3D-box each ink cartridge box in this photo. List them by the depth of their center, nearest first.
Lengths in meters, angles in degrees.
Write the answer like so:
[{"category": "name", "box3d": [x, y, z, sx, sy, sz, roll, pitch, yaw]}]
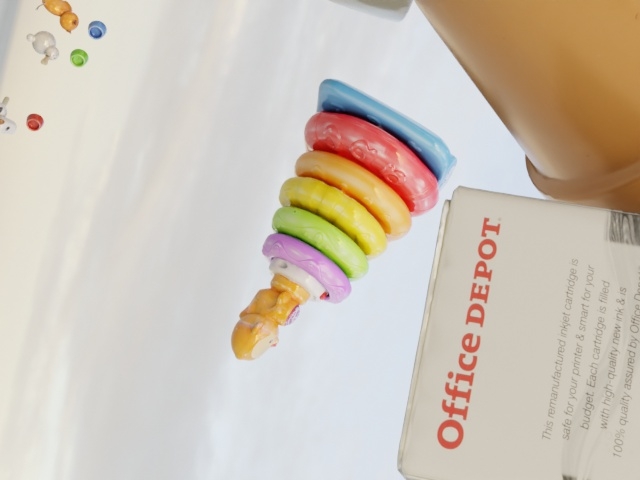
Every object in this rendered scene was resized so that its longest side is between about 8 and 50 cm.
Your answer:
[{"category": "ink cartridge box", "box3d": [0.162, 0.073, 0.597, 0.092, 0.219, 0.160, 70, 32, -70]}]

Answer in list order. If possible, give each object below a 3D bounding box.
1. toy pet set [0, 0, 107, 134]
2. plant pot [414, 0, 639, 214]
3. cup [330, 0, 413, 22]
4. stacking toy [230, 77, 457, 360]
[{"category": "toy pet set", "box3d": [-0.250, -0.139, 0.886, 0.122, 0.114, 0.065, -49, -159, 30]}, {"category": "plant pot", "box3d": [0.193, -0.163, 0.692, 0.291, 0.203, 0.291, -49, -163, 21]}, {"category": "cup", "box3d": [-0.014, -0.392, 1.093, 0.331, 0.236, 0.331, -174, -90, -85]}, {"category": "stacking toy", "box3d": [0.000, 0.000, 1.176, 0.302, 0.165, 0.175, -57, 174, -16]}]
